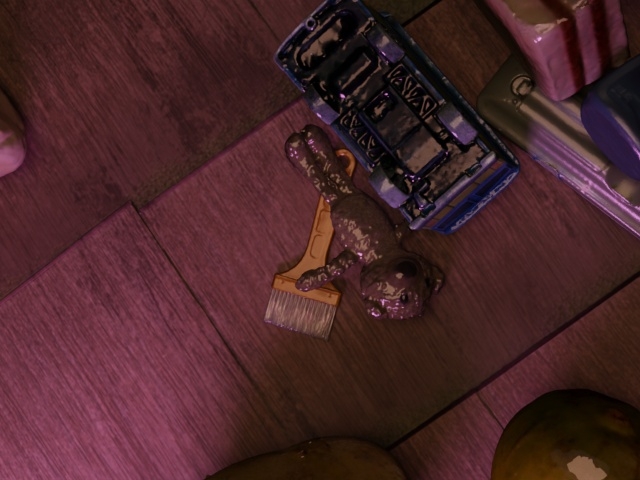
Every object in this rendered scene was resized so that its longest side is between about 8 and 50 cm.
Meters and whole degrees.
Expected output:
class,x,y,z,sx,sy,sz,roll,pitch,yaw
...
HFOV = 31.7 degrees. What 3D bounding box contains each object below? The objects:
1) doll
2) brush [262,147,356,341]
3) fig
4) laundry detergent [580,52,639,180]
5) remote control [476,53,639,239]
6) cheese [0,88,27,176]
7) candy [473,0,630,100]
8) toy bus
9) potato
class,x,y,z,sx,sy,sz,roll,pitch,yaw
doll,0.062,-0.027,1.552,0.203,0.091,0.285,-1,69,-19
brush,0.000,0.000,1.602,0.103,0.013,0.272,16,90,13
fig,0.316,0.298,1.426,0.203,0.203,0.225,38,116,12
laundry detergent,0.476,-0.205,1.429,0.290,0.094,0.143,-37,74,-10
remote control,0.367,-0.125,1.496,0.335,0.065,0.128,39,93,12
cheese,-0.552,-0.194,1.664,0.248,0.173,0.251,10,84,15
candy,0.254,-0.349,1.444,0.135,0.179,0.320,-33,66,8
toy bus,0.101,-0.167,1.485,0.152,0.190,0.312,-43,74,15
potato,-0.049,0.393,1.493,0.359,0.219,0.269,-43,88,1
